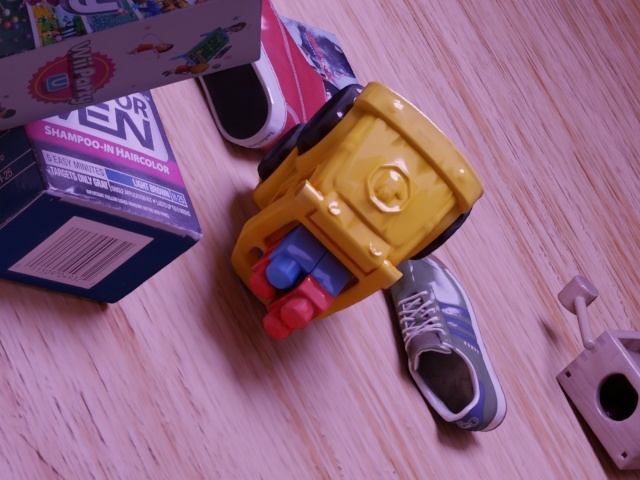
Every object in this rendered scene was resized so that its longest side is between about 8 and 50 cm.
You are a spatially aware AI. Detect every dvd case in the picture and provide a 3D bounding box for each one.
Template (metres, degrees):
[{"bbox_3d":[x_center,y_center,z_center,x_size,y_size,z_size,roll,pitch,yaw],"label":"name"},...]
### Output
[{"bbox_3d":[-0.003,-0.190,1.964,0.119,0.013,0.087,9,50,-55],"label":"dvd case"}]

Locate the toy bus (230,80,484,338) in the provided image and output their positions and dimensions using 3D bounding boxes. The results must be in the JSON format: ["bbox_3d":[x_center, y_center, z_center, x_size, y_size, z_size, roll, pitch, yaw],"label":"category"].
[{"bbox_3d":[0.000,0.000,1.579,0.149,0.220,0.211,43,60,-10],"label":"toy bus"}]

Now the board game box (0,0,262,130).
[{"bbox_3d":[-0.217,-0.192,1.273,0.097,0.303,0.224,94,-24,-62],"label":"board game box"}]

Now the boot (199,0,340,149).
[{"bbox_3d":[-0.055,-0.192,1.799,0.176,0.088,0.244,7,61,-58],"label":"boot"}]

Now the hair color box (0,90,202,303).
[{"bbox_3d":[-0.227,-0.134,1.402,0.174,0.105,0.347,17,43,-53],"label":"hair color box"}]

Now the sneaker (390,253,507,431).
[{"bbox_3d":[0.109,0.091,1.751,0.086,0.064,0.192,4,58,-65],"label":"sneaker"}]

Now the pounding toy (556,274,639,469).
[{"bbox_3d":[0.306,0.143,2.012,0.181,0.094,0.206,6,44,-52],"label":"pounding toy"}]
